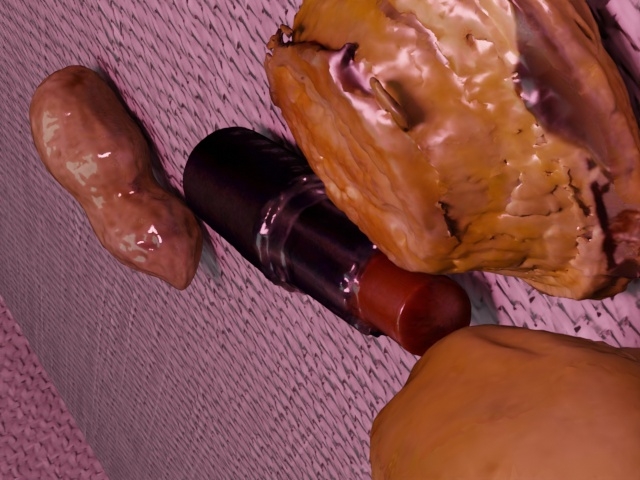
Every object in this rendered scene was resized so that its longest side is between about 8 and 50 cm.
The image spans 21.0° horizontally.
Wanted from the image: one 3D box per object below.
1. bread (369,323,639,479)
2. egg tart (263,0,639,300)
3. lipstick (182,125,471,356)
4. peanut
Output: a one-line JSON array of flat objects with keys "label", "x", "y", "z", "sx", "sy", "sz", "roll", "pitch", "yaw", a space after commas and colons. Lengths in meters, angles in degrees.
[{"label": "bread", "x": 0.152, "y": 0.184, "z": 0.724, "sx": 0.300, "sy": 0.210, "sz": 0.341, "roll": -76, "pitch": -34, "yaw": -82}, {"label": "egg tart", "x": 0.052, "y": -0.060, "z": 0.799, "sx": 0.241, "sy": 0.106, "sz": 0.241, "roll": 49, "pitch": 162, "yaw": 22}, {"label": "lipstick", "x": 0.000, "y": 0.000, "z": 1.081, "sx": 0.299, "sy": 0.081, "sz": 0.081, "roll": 36, "pitch": 150, "yaw": 56}, {"label": "peanut", "x": -0.178, "y": -0.051, "z": 1.513, "sx": 0.228, "sy": 0.085, "sz": 0.104, "roll": 56, "pitch": 152, "yaw": 9}]
